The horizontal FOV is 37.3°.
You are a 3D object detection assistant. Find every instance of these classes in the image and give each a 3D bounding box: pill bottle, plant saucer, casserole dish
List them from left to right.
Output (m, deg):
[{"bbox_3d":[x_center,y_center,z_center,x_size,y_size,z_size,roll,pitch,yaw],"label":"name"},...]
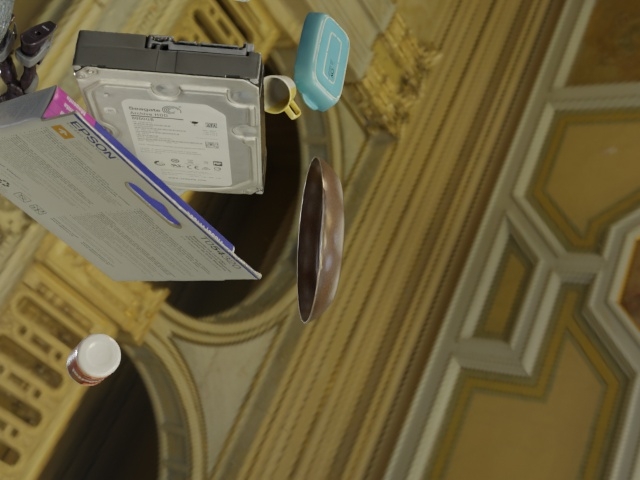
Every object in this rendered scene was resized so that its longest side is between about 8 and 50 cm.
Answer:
[{"bbox_3d":[-0.449,0.238,1.859,0.152,0.086,0.086,-36,-153,60],"label":"pill bottle"},{"bbox_3d":[0.000,0.000,1.754,0.050,0.311,0.311,3,-133,-10],"label":"plant saucer"},{"bbox_3d":[0.008,-0.315,1.652,0.037,0.114,0.189,-7,-119,35],"label":"casserole dish"}]

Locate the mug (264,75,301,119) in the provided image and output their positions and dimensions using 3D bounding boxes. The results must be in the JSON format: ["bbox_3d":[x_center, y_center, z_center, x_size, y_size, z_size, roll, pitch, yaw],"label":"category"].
[{"bbox_3d":[-0.069,-0.241,1.584,0.062,0.078,0.064,-3,-163,17],"label":"mug"}]

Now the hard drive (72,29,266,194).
[{"bbox_3d":[-0.195,-0.164,1.318,0.236,0.339,0.064,4,-113,-2],"label":"hard drive"}]

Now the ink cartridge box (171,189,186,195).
[{"bbox_3d":[-0.327,-0.185,1.920,0.128,0.176,0.127,-31,-120,7],"label":"ink cartridge box"}]

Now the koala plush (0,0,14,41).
[{"bbox_3d":[-0.420,-0.314,1.148,0.196,0.203,0.221,155,-53,-74],"label":"koala plush"}]

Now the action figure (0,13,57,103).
[{"bbox_3d":[-0.571,-0.300,1.805,0.185,0.285,0.099,24,-128,-1],"label":"action figure"}]

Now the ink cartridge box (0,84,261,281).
[{"bbox_3d":[-0.271,-0.060,1.211,0.330,0.324,0.071,-4,-128,43],"label":"ink cartridge box"}]
